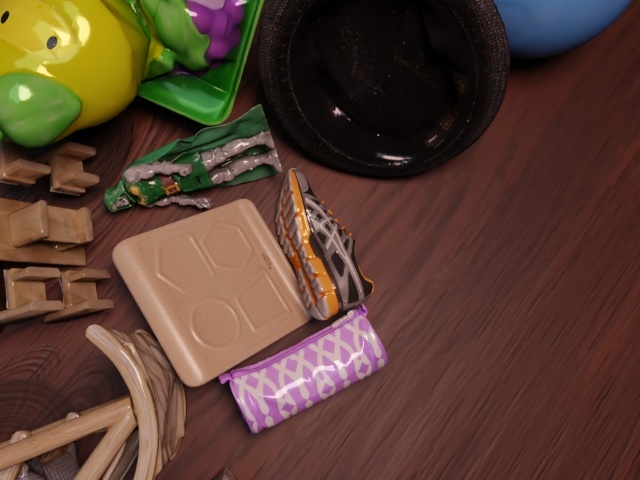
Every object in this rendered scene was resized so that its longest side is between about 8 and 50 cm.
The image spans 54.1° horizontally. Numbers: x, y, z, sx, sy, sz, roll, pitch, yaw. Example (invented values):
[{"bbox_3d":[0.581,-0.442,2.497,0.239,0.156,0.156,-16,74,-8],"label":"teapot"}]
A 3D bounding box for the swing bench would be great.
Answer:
[{"bbox_3d":[-0.251,0.224,0.651,0.254,0.253,0.165,-39,86,-10],"label":"swing bench"}]

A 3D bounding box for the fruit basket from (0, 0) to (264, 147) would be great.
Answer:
[{"bbox_3d":[-0.257,-0.278,0.720,0.391,0.283,0.392,17,33,-11],"label":"fruit basket"}]

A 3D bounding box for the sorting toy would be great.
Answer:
[{"bbox_3d":[-0.129,0.058,0.788,0.208,0.038,0.193,-26,81,-40],"label":"sorting toy"}]

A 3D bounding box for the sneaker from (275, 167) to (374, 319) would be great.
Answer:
[{"bbox_3d":[0.000,0.000,0.818,0.083,0.084,0.215,-10,66,-22],"label":"sneaker"}]

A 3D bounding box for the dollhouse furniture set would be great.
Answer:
[{"bbox_3d":[-0.391,-0.007,0.728,0.161,0.242,0.212,-17,77,26],"label":"dollhouse furniture set"}]

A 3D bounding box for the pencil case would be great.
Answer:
[{"bbox_3d":[-0.015,0.159,0.782,0.206,0.086,0.088,-27,116,-13],"label":"pencil case"}]

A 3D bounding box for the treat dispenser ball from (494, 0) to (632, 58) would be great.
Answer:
[{"bbox_3d":[0.288,-0.391,0.833,0.288,0.288,0.288,1,78,-6],"label":"treat dispenser ball"}]

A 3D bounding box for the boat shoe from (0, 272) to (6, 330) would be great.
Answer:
[{"bbox_3d":[-0.432,0.048,0.780,0.049,0.056,0.152,-13,79,5],"label":"boat shoe"}]

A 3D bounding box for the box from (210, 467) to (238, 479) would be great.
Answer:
[{"bbox_3d":[-0.158,0.385,0.687,0.232,0.148,0.127,-38,85,-12],"label":"box"}]

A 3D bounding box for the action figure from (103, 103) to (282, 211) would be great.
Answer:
[{"bbox_3d":[-0.168,-0.086,0.811,0.232,0.137,0.064,-18,55,0],"label":"action figure"}]

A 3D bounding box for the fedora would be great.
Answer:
[{"bbox_3d":[0.078,-0.243,0.808,0.333,0.334,0.153,8,45,-5],"label":"fedora"}]
